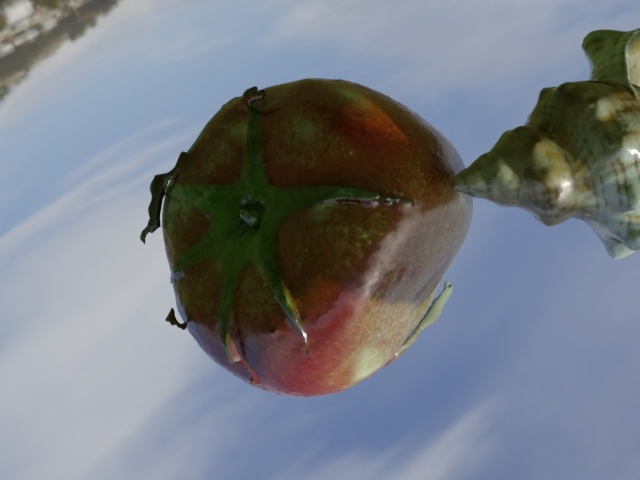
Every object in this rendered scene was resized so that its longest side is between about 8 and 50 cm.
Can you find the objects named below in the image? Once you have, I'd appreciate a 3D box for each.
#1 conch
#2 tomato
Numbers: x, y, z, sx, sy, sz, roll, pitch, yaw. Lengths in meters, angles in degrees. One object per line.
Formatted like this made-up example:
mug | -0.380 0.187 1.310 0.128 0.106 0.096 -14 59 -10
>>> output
conch | 0.287 -0.096 0.980 0.386 0.203 0.169 -16 179 -29
tomato | 0.000 0.000 1.048 0.303 0.303 0.239 -10 163 36
